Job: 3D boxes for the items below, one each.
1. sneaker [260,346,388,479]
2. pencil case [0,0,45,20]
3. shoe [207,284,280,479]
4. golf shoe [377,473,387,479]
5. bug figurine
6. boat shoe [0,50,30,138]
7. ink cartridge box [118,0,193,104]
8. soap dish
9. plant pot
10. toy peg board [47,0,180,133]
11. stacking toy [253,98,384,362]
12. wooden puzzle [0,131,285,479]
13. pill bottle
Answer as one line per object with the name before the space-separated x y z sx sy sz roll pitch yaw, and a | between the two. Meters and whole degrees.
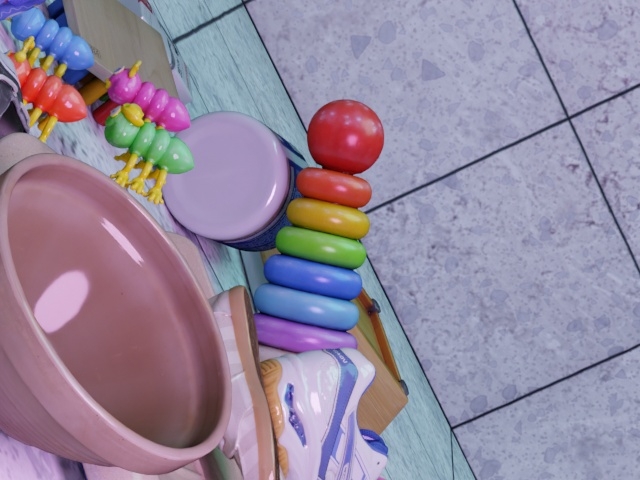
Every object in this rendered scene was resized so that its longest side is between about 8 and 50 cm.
sneaker | 0.012 0.243 1.650 0.112 0.131 0.296 -141 -138 -58
pencil case | -0.323 -0.331 1.494 0.306 0.119 0.133 62 -14 -11
shoe | -0.072 0.136 1.432 0.076 0.058 0.219 81 -2 -52
golf shoe | 0.018 0.284 1.981 0.140 0.115 0.306 57 -3 25
bug figurine | -0.213 -0.137 1.587 0.216 0.072 0.279 31 14 -16
boat shoe | -0.272 -0.117 1.333 0.070 0.078 0.219 65 6 9
ink cartridge box | -0.216 -0.235 2.151 0.135 0.056 0.099 59 9 -32
soap dish | 0.008 0.112 2.339 0.291 0.118 0.229 55 12 -46
plant pot | -0.176 0.066 1.192 0.237 0.110 0.237 46 26 -30
toy peg board | -0.239 -0.191 1.868 0.161 0.079 0.161 35 26 -43
stacking toy | 0.000 0.000 1.975 0.141 0.141 0.330 20 82 -79
wooden puzzle | -0.159 0.102 1.444 0.322 0.080 0.348 67 13 21
pill bottle | -0.090 -0.065 2.104 0.153 0.153 0.265 66 8 10
